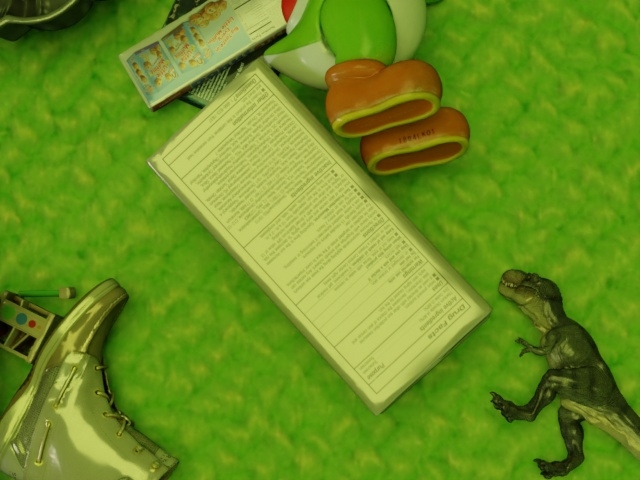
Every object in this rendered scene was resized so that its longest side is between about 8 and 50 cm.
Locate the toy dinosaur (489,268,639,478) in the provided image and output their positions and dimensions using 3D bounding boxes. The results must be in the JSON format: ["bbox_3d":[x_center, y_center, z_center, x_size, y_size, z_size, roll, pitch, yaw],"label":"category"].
[{"bbox_3d":[0.232,0.151,1.261,0.118,0.064,0.268,-36,83,-7],"label":"toy dinosaur"}]

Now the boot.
[{"bbox_3d":[-0.198,0.160,1.291,0.165,0.077,0.213,32,91,9],"label":"boot"}]

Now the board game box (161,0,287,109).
[{"bbox_3d":[-0.086,-0.218,1.360,0.126,0.026,0.186,24,85,9],"label":"board game box"}]

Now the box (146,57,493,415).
[{"bbox_3d":[0.000,0.000,1.258,0.148,0.121,0.311,-41,86,-1],"label":"box"}]

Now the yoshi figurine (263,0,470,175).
[{"bbox_3d":[0.069,-0.258,1.260,0.203,0.203,0.362,2,63,-31],"label":"yoshi figurine"}]

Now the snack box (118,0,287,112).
[{"bbox_3d":[-0.105,-0.198,1.333,0.178,0.022,0.064,-31,81,1],"label":"snack box"}]

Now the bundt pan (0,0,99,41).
[{"bbox_3d":[-0.303,-0.347,1.350,0.330,0.124,0.331,-1,82,6],"label":"bundt pan"}]

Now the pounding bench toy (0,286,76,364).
[{"bbox_3d":[-0.282,0.070,1.323,0.065,0.052,0.083,26,85,9],"label":"pounding bench toy"}]
